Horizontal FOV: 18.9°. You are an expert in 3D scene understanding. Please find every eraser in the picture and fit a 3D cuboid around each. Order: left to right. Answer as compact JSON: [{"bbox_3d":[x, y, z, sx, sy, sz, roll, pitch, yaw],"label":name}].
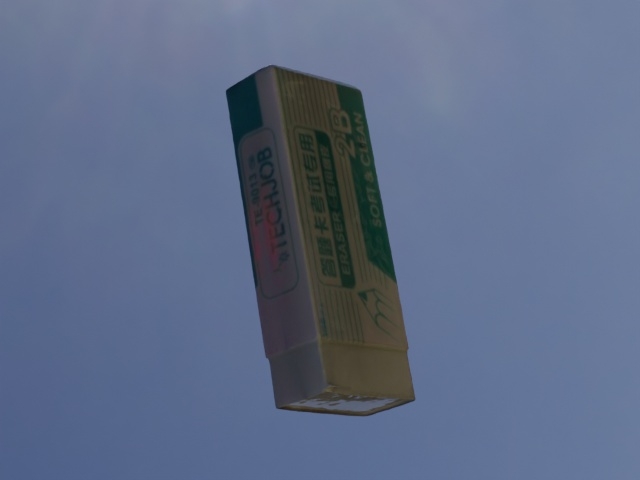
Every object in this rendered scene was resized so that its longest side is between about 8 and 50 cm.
[{"bbox_3d":[0.000,0.000,1.269,0.095,0.052,0.225,10,-115,-48],"label":"eraser"}]
